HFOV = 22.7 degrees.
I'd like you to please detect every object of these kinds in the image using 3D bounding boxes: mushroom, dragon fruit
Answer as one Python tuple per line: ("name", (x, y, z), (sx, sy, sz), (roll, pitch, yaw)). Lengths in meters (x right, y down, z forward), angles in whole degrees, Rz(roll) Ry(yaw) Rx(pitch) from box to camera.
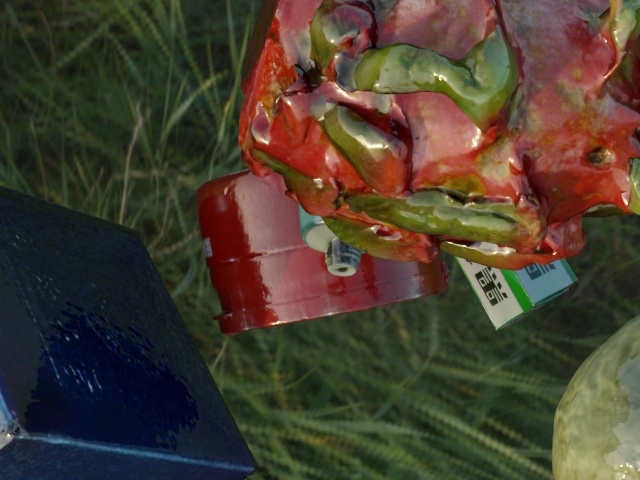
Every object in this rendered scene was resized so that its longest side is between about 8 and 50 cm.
("mushroom", (0.313, 0.131, 1.330), (0.267, 0.164, 0.190), (-16, 62, 13))
("dragon fruit", (0.062, -0.067, 0.619), (0.172, 0.160, 0.167), (17, 117, -9))

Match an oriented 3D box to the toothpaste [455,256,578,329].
("toothpaste", (0.068, -0.043, 0.816), (0.037, 0.043, 0.178), (-24, 81, -33))

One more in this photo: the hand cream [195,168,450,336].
("hand cream", (0.000, 0.000, 1.268), (0.193, 0.193, 0.125), (-10, 86, -11))

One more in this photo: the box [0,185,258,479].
("box", (-0.214, 0.088, 1.239), (0.116, 0.279, 0.261), (-41, 59, 20))

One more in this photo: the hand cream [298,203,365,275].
("hand cream", (0.016, -0.085, 0.930), (0.083, 0.048, 0.224), (-5, 65, 20))
